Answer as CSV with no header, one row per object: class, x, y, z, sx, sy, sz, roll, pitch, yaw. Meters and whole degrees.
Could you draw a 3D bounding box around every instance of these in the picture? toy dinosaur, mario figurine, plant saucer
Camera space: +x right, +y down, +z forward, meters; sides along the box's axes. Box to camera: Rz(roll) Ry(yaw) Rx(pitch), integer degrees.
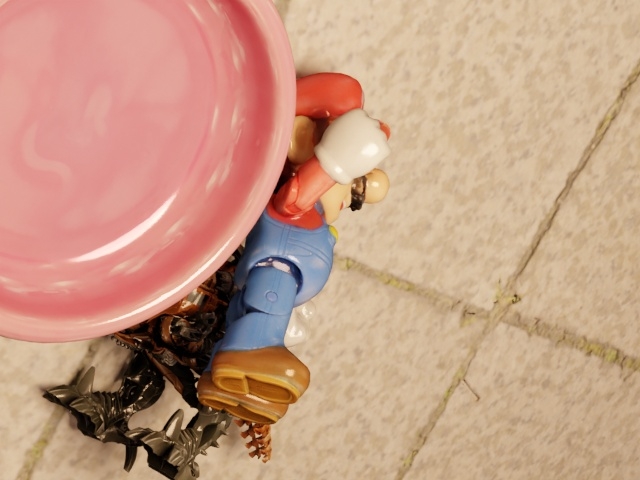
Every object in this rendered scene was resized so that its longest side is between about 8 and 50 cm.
toy dinosaur,-0.113,0.113,1.391,0.322,0.164,0.218,49,65,-24
mario figurine,0.000,0.000,1.317,0.170,0.198,0.320,33,61,-41
plant saucer,-0.175,-0.084,1.123,0.332,0.084,0.332,-21,129,-28
